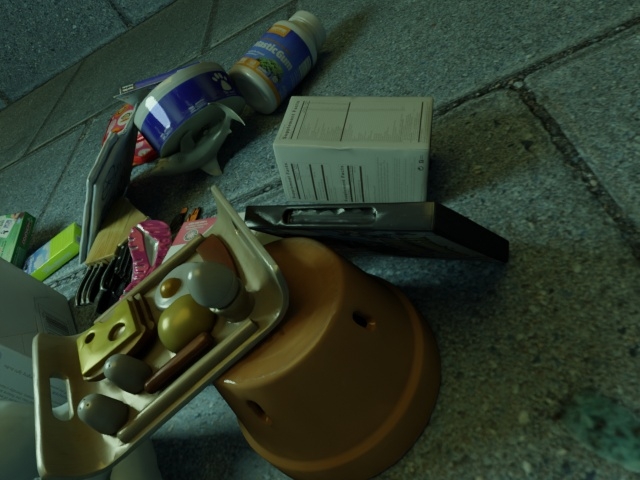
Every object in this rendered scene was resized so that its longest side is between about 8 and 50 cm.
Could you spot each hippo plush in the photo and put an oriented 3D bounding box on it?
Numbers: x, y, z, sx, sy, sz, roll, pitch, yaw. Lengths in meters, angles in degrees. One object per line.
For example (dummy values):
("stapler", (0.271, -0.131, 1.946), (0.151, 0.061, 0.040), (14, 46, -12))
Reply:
("hippo plush", (-0.337, 0.290, 0.600), (0.294, 0.237, 0.234), (-49, 54, 25))

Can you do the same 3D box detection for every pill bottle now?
("pill bottle", (-0.105, -0.483, 1.268), (0.152, 0.152, 0.272), (19, 66, 44))

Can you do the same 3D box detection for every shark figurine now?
("shark figurine", (-0.266, -0.223, 1.170), (0.278, 0.116, 0.166), (-34, -3, 23))

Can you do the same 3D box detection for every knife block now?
("knife block", (-0.478, 0.038, 1.097), (0.242, 0.088, 0.276), (-47, 43, -12))

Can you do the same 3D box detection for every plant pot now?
("plant pot", (-0.017, 0.131, 0.608), (0.291, 0.203, 0.290), (-19, 43, 19))

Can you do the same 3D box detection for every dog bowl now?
("dog bowl", (-0.324, -0.320, 1.200), (0.265, 0.104, 0.265), (-37, 1, 1))

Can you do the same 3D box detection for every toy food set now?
("toy food set", (-0.199, 0.083, 0.548), (0.306, 0.092, 0.220), (-40, 43, -4))

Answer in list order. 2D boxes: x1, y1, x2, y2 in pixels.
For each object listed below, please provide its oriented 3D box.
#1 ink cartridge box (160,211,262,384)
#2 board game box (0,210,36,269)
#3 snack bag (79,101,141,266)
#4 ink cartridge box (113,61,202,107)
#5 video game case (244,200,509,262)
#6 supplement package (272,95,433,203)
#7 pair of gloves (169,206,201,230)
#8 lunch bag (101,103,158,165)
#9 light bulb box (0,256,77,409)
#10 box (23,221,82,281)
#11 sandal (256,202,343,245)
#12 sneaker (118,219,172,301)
("ink cartridge box", (-0.190, 0.096, 0.822), (0.208, 0.117, 0.282), (-6, 50, 31))
("board game box", (-0.930, 0.079, 1.314), (0.214, 0.046, 0.317), (-7, 62, 13))
("snack bag", (-0.529, -0.152, 1.201), (0.323, 0.037, 0.342), (123, 158, -45))
("ink cartridge box", (-0.396, -0.401, 1.242), (0.224, 0.045, 0.224), (-17, 3, 3))
("video game case", (0.084, -0.006, 0.624), (0.249, 0.275, 0.035), (2, 83, 36))
("supplement package", (0.062, -0.152, 0.808), (0.244, 0.133, 0.138), (5, 52, 13))
("pair of gloves", (-0.323, -0.052, 1.132), (0.083, 0.010, 0.074), (-1, 53, 35))
("lunch bag", (-0.522, -0.336, 1.455), (0.293, 0.120, 0.258), (-17, 50, 19))
("light bulb box", (-0.702, 0.269, 0.937), (0.361, 0.225, 0.358), (-44, 42, -6))
("box", (-0.734, 0.037, 1.309), (0.178, 0.042, 0.109), (-37, 40, 2))
("sandal", (0.003, 0.003, 0.809), (0.240, 0.079, 0.088), (-23, 38, -22))
("sneaker", (-0.328, 0.092, 0.945), (0.103, 0.111, 0.252), (2, 68, -4))
